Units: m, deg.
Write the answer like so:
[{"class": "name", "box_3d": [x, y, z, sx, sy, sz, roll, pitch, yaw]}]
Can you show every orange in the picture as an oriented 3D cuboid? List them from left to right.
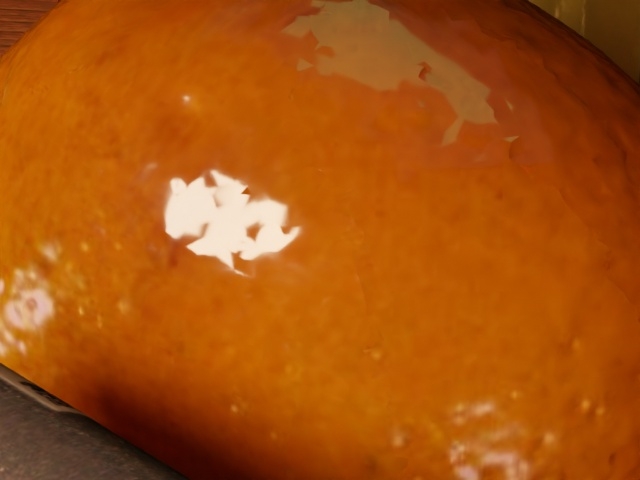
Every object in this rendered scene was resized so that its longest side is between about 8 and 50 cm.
[{"class": "orange", "box_3d": [-0.003, 0.000, 0.586, 0.310, 0.274, 0.274, -10, 1, 40]}]

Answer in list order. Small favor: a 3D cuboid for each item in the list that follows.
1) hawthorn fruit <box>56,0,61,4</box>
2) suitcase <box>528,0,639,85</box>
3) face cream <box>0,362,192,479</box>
[{"class": "hawthorn fruit", "box_3d": [-0.118, -0.143, 1.035, 0.133, 0.133, 0.138, 15, 32, 19]}, {"class": "suitcase", "box_3d": [0.114, -0.103, 0.837, 0.143, 0.194, 0.235, 5, -5, -32]}, {"class": "face cream", "box_3d": [-0.030, 0.101, 0.366, 0.283, 0.073, 0.073, 23, 21, 39]}]
